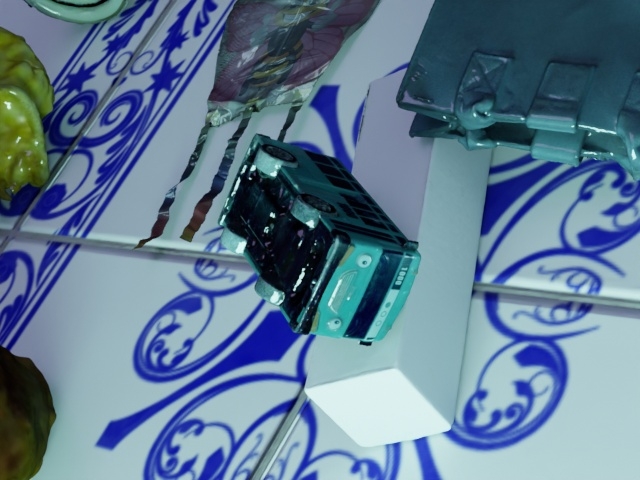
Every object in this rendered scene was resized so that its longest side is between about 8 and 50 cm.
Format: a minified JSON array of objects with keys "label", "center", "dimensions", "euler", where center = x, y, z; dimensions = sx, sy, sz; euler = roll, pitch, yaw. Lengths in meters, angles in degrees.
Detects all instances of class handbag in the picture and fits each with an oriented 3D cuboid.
[{"label":"handbag","center":[0.184,-0.124,1.153],"dimensions":[0.229,0.062,0.179],"euler":[8,57,22]}]

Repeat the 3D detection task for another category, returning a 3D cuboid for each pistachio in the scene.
[{"label":"pistachio","center":[-0.277,0.150,1.309],"dimensions":[0.130,0.165,0.210],"euler":[-2,22,-10]}]

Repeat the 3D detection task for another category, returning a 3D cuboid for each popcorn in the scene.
[{"label":"popcorn","center":[-0.369,-0.120,1.641],"dimensions":[0.218,0.169,0.189],"euler":[-46,35,1]}]

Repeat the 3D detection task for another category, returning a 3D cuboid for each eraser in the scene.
[{"label":"eraser","center":[0.063,0.001,1.178],"dimensions":[0.076,0.078,0.298],"euler":[-17,42,31]}]

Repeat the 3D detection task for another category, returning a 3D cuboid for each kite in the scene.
[{"label":"kite","center":[-0.060,-0.129,1.485],"dimensions":[0.204,0.022,0.360],"euler":[-6,45,39]}]

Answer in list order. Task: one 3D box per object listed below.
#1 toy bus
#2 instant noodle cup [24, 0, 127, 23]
[{"label":"toy bus","center":[0.000,0.000,1.092],"dimensions":[0.079,0.092,0.160],"euler":[-66,30,18]},{"label":"instant noodle cup","center":[-0.257,-0.357,1.795],"dimensions":[0.193,0.193,0.212],"euler":[-15,51,33]}]
